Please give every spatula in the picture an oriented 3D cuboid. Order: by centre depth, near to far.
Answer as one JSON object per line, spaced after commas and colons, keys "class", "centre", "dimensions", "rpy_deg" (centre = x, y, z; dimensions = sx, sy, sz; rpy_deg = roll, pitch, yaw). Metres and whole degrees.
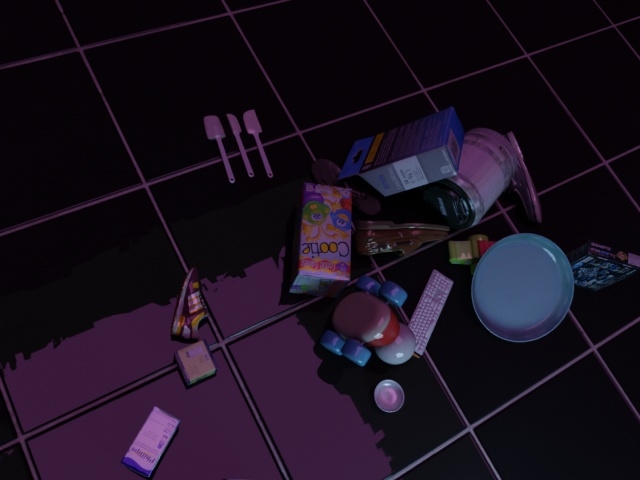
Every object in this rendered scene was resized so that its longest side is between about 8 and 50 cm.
{"class": "spatula", "centre": [-0.244, -0.282, 1.748], "dimensions": [0.168, 0.019, 0.242], "rpy_deg": [-11, 71, -25]}

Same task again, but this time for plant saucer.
{"class": "plant saucer", "centre": [0.584, 0.136, 1.700], "dimensions": [0.317, 0.043, 0.318], "rpy_deg": [-1, 94, -8]}

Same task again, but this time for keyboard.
{"class": "keyboard", "centre": [0.310, 0.203, 1.678], "dimensions": [0.072, 0.014, 0.256], "rpy_deg": [30, 63, 0]}

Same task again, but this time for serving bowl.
{"class": "serving bowl", "centre": [0.179, 0.414, 1.543], "dimensions": [0.083, 0.027, 0.083], "rpy_deg": [5, 65, -12]}

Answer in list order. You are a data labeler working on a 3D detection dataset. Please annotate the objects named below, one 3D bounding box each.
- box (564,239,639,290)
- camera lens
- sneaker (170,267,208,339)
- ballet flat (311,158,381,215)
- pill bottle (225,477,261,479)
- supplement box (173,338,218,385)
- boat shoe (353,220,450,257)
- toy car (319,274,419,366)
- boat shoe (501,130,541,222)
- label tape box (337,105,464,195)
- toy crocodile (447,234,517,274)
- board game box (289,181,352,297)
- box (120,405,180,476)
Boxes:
{"class": "box", "centre": [0.814, 0.079, 1.748], "dimensions": [0.175, 0.220, 0.051], "rpy_deg": [16, 66, -6]}
{"class": "camera lens", "centre": [0.442, -0.185, 1.767], "dimensions": [0.219, 0.219, 0.274], "rpy_deg": [42, 63, 6]}
{"class": "sneaker", "centre": [-0.328, 0.164, 1.507], "dimensions": [0.083, 0.069, 0.186], "rpy_deg": [17, 70, -17]}
{"class": "ballet flat", "centre": [0.079, -0.159, 1.758], "dimensions": [0.249, 0.058, 0.084], "rpy_deg": [35, 100, 8]}
{"class": "pill bottle", "centre": [-0.173, 0.638, 1.308], "dimensions": [0.111, 0.112, 0.187], "rpy_deg": [10, 64, -10]}
{"class": "supplement box", "centre": [-0.311, 0.304, 1.449], "dimensions": [0.083, 0.056, 0.083], "rpy_deg": [-22, 74, -22]}
{"class": "boat shoe", "centre": [0.237, -0.004, 1.711], "dimensions": [0.307, 0.110, 0.105], "rpy_deg": [1, 93, -18]}
{"class": "toy car", "centre": [0.165, 0.253, 1.554], "dimensions": [0.238, 0.210, 0.219], "rpy_deg": [42, 74, -27]}
{"class": "boat shoe", "centre": [0.640, -0.197, 1.912], "dimensions": [0.099, 0.116, 0.320], "rpy_deg": [-21, 76, 24]}
{"class": "label tape box", "centre": [0.242, -0.247, 1.716], "dimensions": [0.106, 0.333, 0.241], "rpy_deg": [58, 33, -26]}
{"class": "toy crocodile", "centre": [0.546, 0.047, 1.756], "dimensions": [0.340, 0.105, 0.115], "rpy_deg": [9, 65, -10]}
{"class": "board game box", "centre": [0.000, 0.000, 1.614], "dimensions": [0.142, 0.144, 0.275], "rpy_deg": [7, 65, -11]}
{"class": "box", "centre": [-0.385, 0.459, 1.324], "dimensions": [0.072, 0.126, 0.137], "rpy_deg": [30, 64, -2]}
